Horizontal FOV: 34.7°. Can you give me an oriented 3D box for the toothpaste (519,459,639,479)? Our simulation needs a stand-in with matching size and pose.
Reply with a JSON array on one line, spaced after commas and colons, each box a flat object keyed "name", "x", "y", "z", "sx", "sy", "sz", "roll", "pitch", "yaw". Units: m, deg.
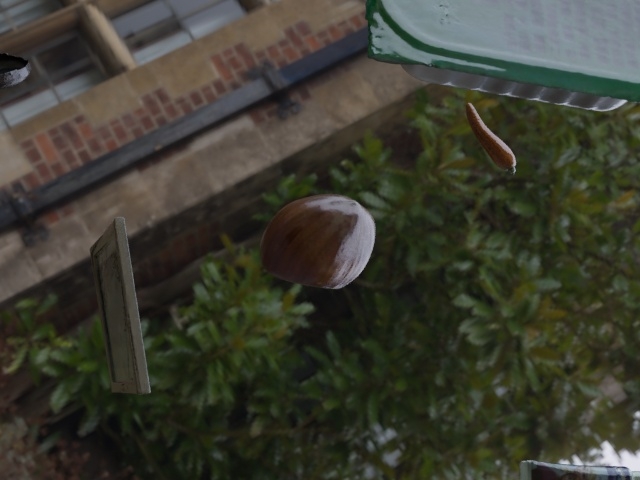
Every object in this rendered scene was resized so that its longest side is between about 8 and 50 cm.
[{"name": "toothpaste", "x": 0.425, "y": 0.384, "z": 1.647, "sx": 0.037, "sy": 0.216, "sz": 0.061, "roll": 111, "pitch": -21, "yaw": -79}]

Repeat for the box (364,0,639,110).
[{"name": "box", "x": 0.202, "y": -0.227, "z": 1.001, "sx": 0.106, "sy": 0.337, "sz": 0.264, "roll": 109, "pitch": -12, "yaw": -60}]

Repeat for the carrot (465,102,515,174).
[{"name": "carrot", "x": 0.282, "y": -0.169, "z": 1.711, "sx": 0.142, "sy": 0.035, "sz": 0.035, "roll": 53, "pitch": -17, "yaw": 0}]

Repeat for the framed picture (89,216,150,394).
[{"name": "framed picture", "x": -0.306, "y": 0.109, "z": 1.546, "sx": 0.335, "sy": 0.022, "sz": 0.247, "roll": 159, "pitch": -77, "yaw": -71}]

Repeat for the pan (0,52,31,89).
[{"name": "pan", "x": -0.530, "y": -0.241, "z": 1.543, "sx": 0.115, "sy": 0.212, "sz": 0.040, "roll": 12, "pitch": -64, "yaw": 30}]

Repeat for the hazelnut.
[{"name": "hazelnut", "x": -0.001, "y": -0.002, "z": 1.945, "sx": 0.181, "sy": 0.212, "sz": 0.180, "roll": 14, "pitch": -87, "yaw": 50}]
